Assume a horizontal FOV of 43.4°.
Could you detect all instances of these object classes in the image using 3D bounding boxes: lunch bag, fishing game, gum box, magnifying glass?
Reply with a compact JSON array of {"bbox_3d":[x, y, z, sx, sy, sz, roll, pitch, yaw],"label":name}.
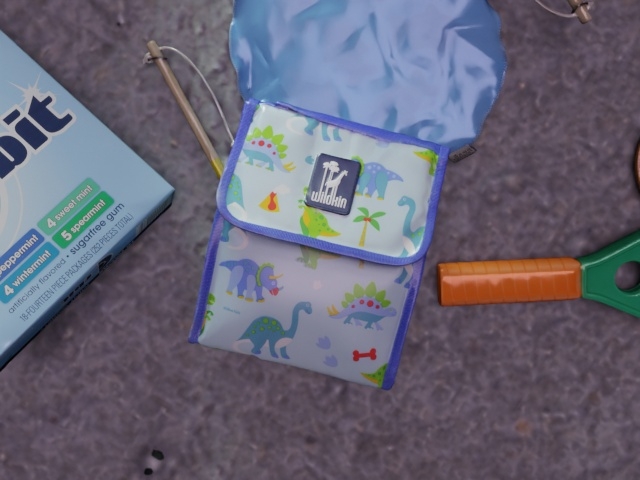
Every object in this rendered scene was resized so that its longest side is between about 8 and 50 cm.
[{"bbox_3d":[0.000,0.000,0.492,0.129,0.096,0.151,14,99,0],"label":"lunch bag"},{"bbox_3d":[0.032,-0.125,0.530,0.264,0.041,0.189,-33,89,8],"label":"fishing game"},{"bbox_3d":[-0.212,-0.037,0.500,0.184,0.041,0.157,43,69,0],"label":"gum box"},{"bbox_3d":[0.194,0.023,0.531,0.231,0.026,0.092,-3,102,1],"label":"magnifying glass"}]

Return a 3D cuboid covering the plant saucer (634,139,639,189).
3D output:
[{"bbox_3d":[0.252,-0.051,0.540,0.083,0.013,0.083,0,89,1],"label":"plant saucer"}]
